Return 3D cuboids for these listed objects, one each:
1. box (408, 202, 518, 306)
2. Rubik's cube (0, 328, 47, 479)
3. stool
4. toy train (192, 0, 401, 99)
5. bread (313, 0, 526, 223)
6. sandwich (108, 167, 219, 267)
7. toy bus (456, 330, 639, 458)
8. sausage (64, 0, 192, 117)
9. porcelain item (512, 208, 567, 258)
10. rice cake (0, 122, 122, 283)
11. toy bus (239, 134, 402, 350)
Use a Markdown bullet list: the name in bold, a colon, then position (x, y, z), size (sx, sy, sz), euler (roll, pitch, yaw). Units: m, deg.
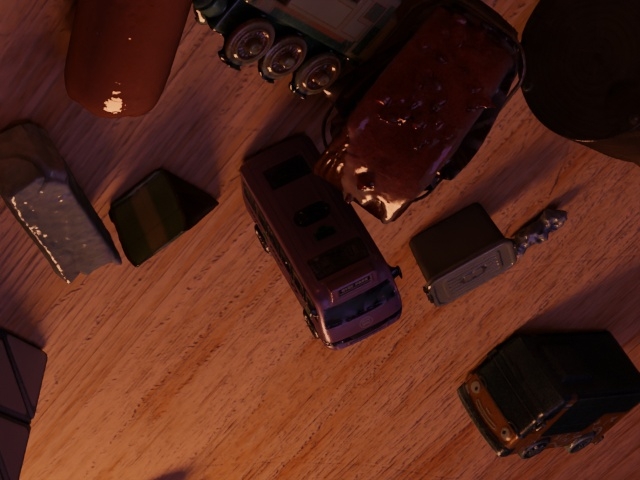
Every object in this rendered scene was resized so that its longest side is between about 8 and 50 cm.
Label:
- **box**: position (0.166, 0.015, 1.819), size (0.122, 0.069, 0.084), euler (-29, 155, 0)
- **Rubik's cube**: position (-0.389, 0.168, 1.467), size (0.233, 0.229, 0.228), euler (29, 80, -20)
- **stool**: position (0.339, -0.162, 1.561), size (0.179, 0.179, 0.264), euler (-42, 151, 24)
- **toy train**: position (-0.023, -0.195, 1.273), size (0.125, 0.081, 0.194), euler (-48, 148, 15)
- **bread**: position (0.079, -0.121, 1.387), size (0.224, 0.142, 0.212), euler (-51, -179, 38)
- **sandwich**: position (-0.137, -0.007, 1.480), size (0.074, 0.074, 0.116), euler (-36, 152, 14)
- **toy bus**: position (0.350, 0.226, 2.286), size (0.275, 0.138, 0.167), euler (1, 138, -48)
- **sausage**: position (-0.134, -0.199, 1.146), size (0.086, 0.086, 0.289), euler (-13, 150, -28)
- **porcelain item**: position (0.274, -0.012, 1.920), size (0.083, 0.028, 0.036), euler (-39, 149, 16)
- **rice cake**: position (-0.237, -0.030, 1.357), size (0.063, 0.069, 0.206), euler (-29, 156, -6)
- **toy bus**: position (0.000, 0.000, 1.491), size (0.096, 0.199, 0.108), euler (-26, 150, -8)
